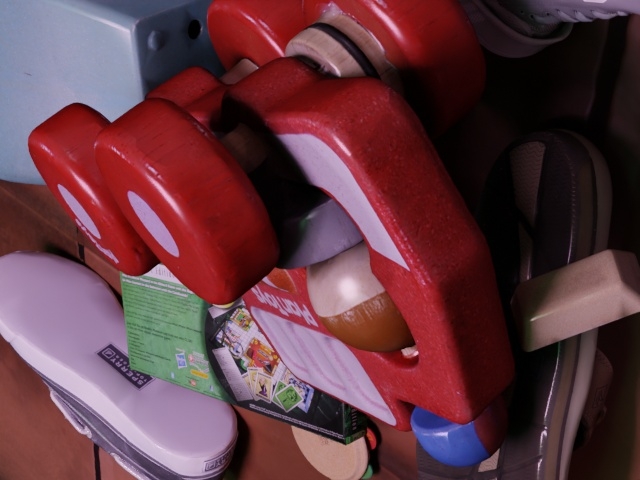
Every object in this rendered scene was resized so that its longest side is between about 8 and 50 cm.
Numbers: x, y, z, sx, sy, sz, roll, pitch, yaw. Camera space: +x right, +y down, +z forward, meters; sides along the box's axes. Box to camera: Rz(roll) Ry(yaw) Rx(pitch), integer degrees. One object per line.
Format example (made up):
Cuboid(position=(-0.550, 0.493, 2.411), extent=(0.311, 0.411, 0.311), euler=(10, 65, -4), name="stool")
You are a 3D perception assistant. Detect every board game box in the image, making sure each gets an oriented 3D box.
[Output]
Cuboid(position=(-0.068, 0.059, 0.888), extent=(0.259, 0.030, 0.136), euler=(11, 112, 44), name="board game box")

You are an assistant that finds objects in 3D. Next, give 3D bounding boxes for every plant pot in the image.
Cuboid(position=(-0.167, -0.134, 0.811), extent=(0.234, 0.165, 0.165), euler=(18, 125, 34), name="plant pot")

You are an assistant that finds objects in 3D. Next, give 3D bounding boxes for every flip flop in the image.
Cuboid(position=(0.124, 0.072, 0.659), extent=(0.112, 0.080, 0.277), euler=(31, 118, 52), name="flip flop")

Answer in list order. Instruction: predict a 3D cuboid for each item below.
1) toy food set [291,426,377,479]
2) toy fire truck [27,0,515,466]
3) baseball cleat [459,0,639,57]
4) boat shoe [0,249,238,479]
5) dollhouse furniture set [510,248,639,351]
Cuboid(position=(0.009, 0.146, 0.877), extent=(0.083, 0.020, 0.082), euler=(58, 142, 7), name="toy food set")
Cuboid(position=(0.000, 0.000, 0.622), extent=(0.254, 0.169, 0.302), euler=(57, 161, -20), name="toy fire truck")
Cuboid(position=(0.130, -0.126, 0.548), extent=(0.206, 0.072, 0.109), euler=(38, 148, 38), name="baseball cleat")
Cuboid(position=(-0.196, 0.124, 1.044), extent=(0.301, 0.108, 0.102), euler=(35, 134, 22), name="boat shoe")
Cuboid(position=(0.153, 0.013, 0.577), extent=(0.114, 0.081, 0.091), euler=(-24, 52, 21), name="dollhouse furniture set")
